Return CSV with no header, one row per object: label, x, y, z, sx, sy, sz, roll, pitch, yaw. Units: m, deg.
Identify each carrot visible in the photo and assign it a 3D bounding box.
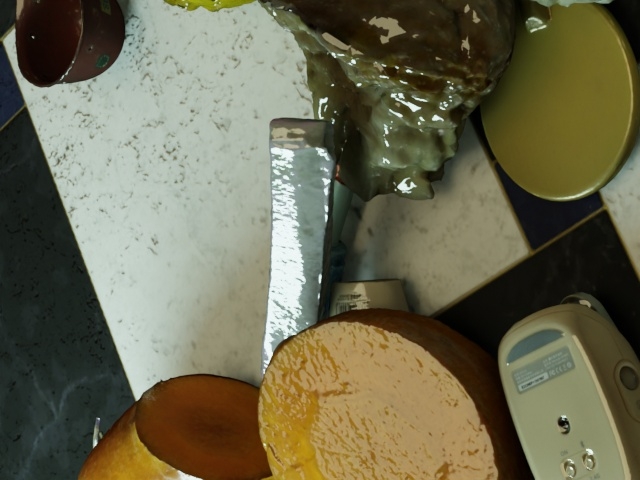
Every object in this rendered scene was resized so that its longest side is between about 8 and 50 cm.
carrot,-0.189,0.292,2.050,0.214,0.193,0.331,31,128,-6
carrot,0.074,0.206,1.801,0.307,0.100,0.258,41,105,16

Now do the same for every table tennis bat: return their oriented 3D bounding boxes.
table tennis bat,0.222,-0.197,1.714,0.198,0.050,0.320,-15,85,49

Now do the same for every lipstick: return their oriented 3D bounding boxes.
lipstick,0.000,0.000,1.937,0.068,0.061,0.274,35,117,39

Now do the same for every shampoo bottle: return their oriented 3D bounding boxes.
shampoo bottle,0.060,0.171,1.884,0.127,0.078,0.256,-3,91,30

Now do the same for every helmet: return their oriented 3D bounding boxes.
helmet,-0.305,-0.271,2.175,0.155,0.106,0.175,-54,54,30

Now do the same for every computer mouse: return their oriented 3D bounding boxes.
computer mouse,0.259,0.173,1.691,0.145,0.082,0.236,-35,68,41

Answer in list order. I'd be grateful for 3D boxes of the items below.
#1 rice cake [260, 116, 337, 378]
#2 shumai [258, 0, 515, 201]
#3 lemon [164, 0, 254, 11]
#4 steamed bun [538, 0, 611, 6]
rice cake,-0.022,0.018,1.835,0.073,0.056,0.365,9,130,7
shumai,0.078,-0.200,1.778,0.346,0.217,0.283,30,156,40
lemon,-0.104,-0.367,1.912,0.204,0.204,0.260,48,116,30
steamed bun,0.256,-0.314,1.605,0.218,0.144,0.211,-37,61,17
